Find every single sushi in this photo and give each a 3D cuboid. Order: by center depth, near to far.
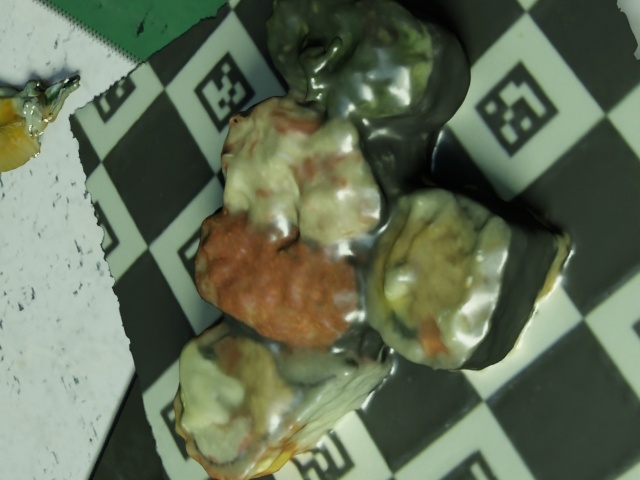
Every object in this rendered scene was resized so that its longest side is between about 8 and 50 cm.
[{"bbox_3d":[0.000,0.000,0.607,0.339,0.068,0.320,-27,71,33],"label":"sushi"}]

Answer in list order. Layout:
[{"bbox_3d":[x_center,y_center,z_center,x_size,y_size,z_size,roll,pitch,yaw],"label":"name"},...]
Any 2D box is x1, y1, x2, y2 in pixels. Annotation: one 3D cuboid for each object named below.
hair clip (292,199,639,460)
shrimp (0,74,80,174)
[{"bbox_3d":[0.105,0.047,0.626,0.321,0.091,0.138,-4,87,36],"label":"hair clip"},{"bbox_3d":[-0.297,-0.117,0.782,0.287,0.068,0.185,41,124,4],"label":"shrimp"}]
